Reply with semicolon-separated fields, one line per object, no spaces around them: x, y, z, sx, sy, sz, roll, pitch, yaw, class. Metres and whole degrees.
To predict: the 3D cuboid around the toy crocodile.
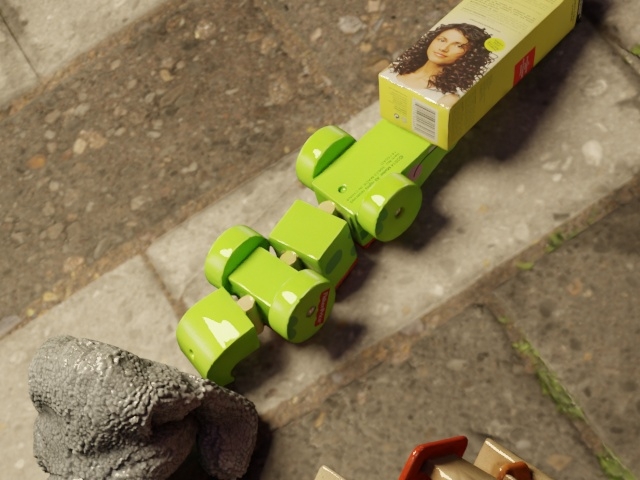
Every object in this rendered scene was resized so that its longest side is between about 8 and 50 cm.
0.000;0.000;1.417;0.115;0.105;0.340;33;70;29;toy crocodile

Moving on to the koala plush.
-0.192;0.209;1.310;0.196;0.203;0.221;14;78;23;koala plush

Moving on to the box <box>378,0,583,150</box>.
0.158;-0.186;1.451;0.087;0.058;0.232;28;55;26;box

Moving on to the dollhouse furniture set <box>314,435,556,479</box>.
0.045;0.267;1.172;0.135;0.262;0.259;32;106;30;dollhouse furniture set
